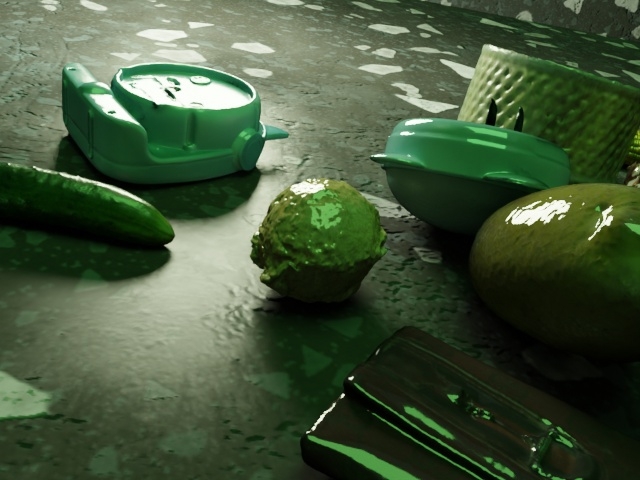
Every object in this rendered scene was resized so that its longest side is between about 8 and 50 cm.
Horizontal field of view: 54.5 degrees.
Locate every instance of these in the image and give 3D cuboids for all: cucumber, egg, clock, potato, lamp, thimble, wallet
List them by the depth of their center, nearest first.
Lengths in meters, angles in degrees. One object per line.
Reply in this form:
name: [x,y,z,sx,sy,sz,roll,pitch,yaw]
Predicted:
wallet: [0.123,0.147,0.422,0.229,0.049,0.182,26,29,21]
potato: [0.232,0.027,0.529,0.175,0.159,0.251,-10,-4,-9]
egg: [0.000,0.000,0.578,0.116,0.118,0.140,58,24,-4]
cucumber: [-0.264,-0.041,0.609,0.250,0.056,0.056,12,29,-1]
lamp: [0.187,-0.082,0.740,0.210,0.147,0.284,16,24,22]
clock: [-0.182,-0.165,0.815,0.274,0.094,0.224,-13,39,-35]
thimble: [0.344,-0.192,0.948,0.271,0.149,0.270,14,20,-5]

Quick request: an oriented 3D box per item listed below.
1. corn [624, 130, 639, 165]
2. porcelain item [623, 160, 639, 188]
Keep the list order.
corn: [0.557,-0.164,1.102,0.166,0.063,0.085,17,20,8]
porcelain item: [0.398,-0.017,0.639,0.186,0.138,0.288,36,-7,16]
